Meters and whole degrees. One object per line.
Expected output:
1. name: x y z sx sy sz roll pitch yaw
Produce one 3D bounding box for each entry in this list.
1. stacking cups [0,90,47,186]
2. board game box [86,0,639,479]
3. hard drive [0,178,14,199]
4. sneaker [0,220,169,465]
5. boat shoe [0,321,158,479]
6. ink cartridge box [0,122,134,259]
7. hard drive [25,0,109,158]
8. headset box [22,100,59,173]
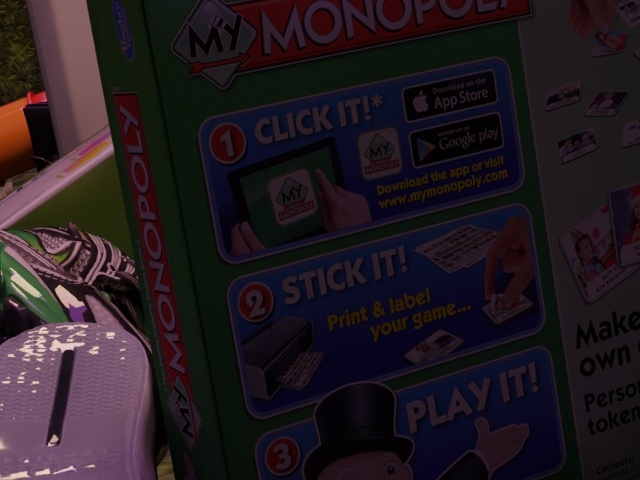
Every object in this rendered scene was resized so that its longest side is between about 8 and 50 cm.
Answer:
1. stacking cups: -0.358 -0.071 1.626 0.316 0.096 0.096 -19 9 1
2. board game box: 0.090 -0.010 0.571 0.317 0.213 0.046 -14 10 -27
3. hard drive: -0.495 -0.114 1.741 0.339 0.236 0.064 -17 11 -42
4. sneaker: -0.125 0.040 0.742 0.146 0.134 0.343 -10 10 -20
5. boat shoe: -0.077 0.107 0.476 0.083 0.075 0.226 -1 26 6
6. ink cartridge box: -0.100 -0.022 1.005 0.189 0.097 0.255 -35 12 -4
7. hard drive: -0.115 -0.162 1.262 0.233 0.353 0.047 -18 12 -42
8. headset box: -0.120 -0.086 1.502 0.283 0.131 0.246 -13 9 -19
